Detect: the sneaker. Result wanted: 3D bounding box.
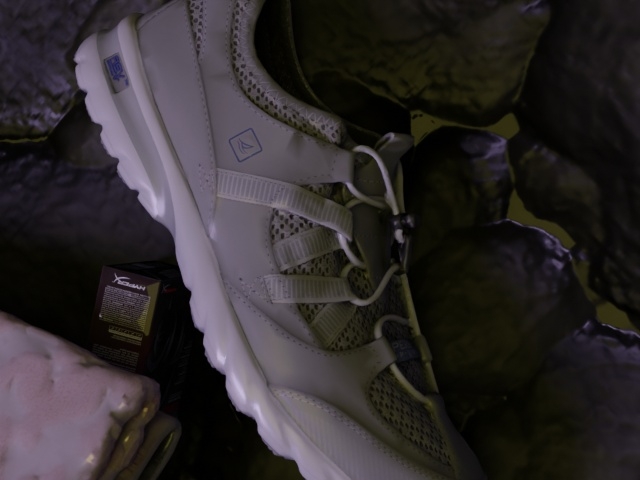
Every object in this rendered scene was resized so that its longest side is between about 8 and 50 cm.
[{"bbox_3d":[0.000,0.000,0.604,0.115,0.105,0.281,-34,82,14],"label":"sneaker"}]

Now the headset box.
[{"bbox_3d":[-0.086,0.054,0.652,0.032,0.062,0.083,13,94,16],"label":"headset box"}]

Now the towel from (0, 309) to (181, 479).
[{"bbox_3d":[-0.263,0.154,0.596,0.317,0.053,0.332,17,62,30],"label":"towel"}]
